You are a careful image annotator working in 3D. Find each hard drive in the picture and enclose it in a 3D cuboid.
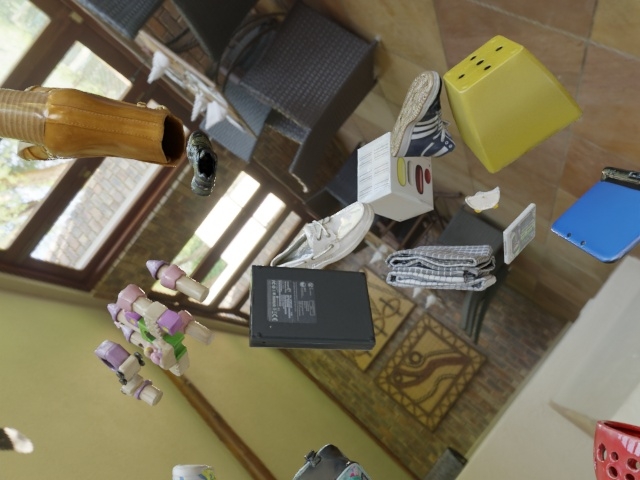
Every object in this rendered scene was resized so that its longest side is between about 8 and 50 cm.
[{"bbox_3d":[-0.010,0.073,0.520,0.135,0.022,0.094,5,-128,-13],"label":"hard drive"}]

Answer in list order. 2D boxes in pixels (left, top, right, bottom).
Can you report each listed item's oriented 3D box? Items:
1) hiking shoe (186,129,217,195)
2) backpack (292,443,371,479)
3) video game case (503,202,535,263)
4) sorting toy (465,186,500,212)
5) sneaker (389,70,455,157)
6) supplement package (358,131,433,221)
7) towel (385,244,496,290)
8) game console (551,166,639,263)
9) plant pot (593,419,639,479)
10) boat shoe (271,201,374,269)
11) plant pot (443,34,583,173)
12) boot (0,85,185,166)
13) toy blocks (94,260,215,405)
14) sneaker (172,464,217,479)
[{"bbox_3d":[-0.344,-0.251,1.417,0.086,0.114,0.227,3,-118,-34],"label":"hiking shoe"},{"bbox_3d":[0.040,0.599,0.993,0.191,0.225,0.253,17,140,51],"label":"backpack"},{"bbox_3d":[0.782,-0.025,1.839,0.022,0.190,0.173,30,153,42],"label":"video game case"},{"bbox_3d":[0.414,-0.110,1.170,0.083,0.075,0.045,-14,114,35],"label":"sorting toy"},{"bbox_3d":[0.285,-0.307,1.181,0.153,0.099,0.282,3,153,-9],"label":"sneaker"},{"bbox_3d":[0.236,-0.194,1.481,0.194,0.203,0.149,15,157,-35],"label":"supplement package"},{"bbox_3d":[0.366,0.075,1.398,0.283,0.121,0.235,0,-178,30],"label":"towel"},{"bbox_3d":[0.665,-0.046,0.952,0.250,0.173,0.293,11,-164,2],"label":"game console"},{"bbox_3d":[0.630,0.461,0.908,0.191,0.174,0.191,11,177,1],"label":"plant pot"},{"bbox_3d":[0.000,0.000,1.085,0.096,0.277,0.098,37,-162,-37],"label":"boat shoe"},{"bbox_3d":[0.390,-0.313,1.024,0.187,0.212,0.212,46,-160,-28],"label":"plant pot"},{"bbox_3d":[-0.289,-0.141,0.626,0.211,0.104,0.295,7,-172,-16],"label":"boot"},{"bbox_3d":[-0.473,0.227,1.221,0.260,0.309,0.288,27,140,15],"label":"toy blocks"},{"bbox_3d":[-0.286,0.593,1.075,0.091,0.126,0.240,-2,145,2],"label":"sneaker"}]
